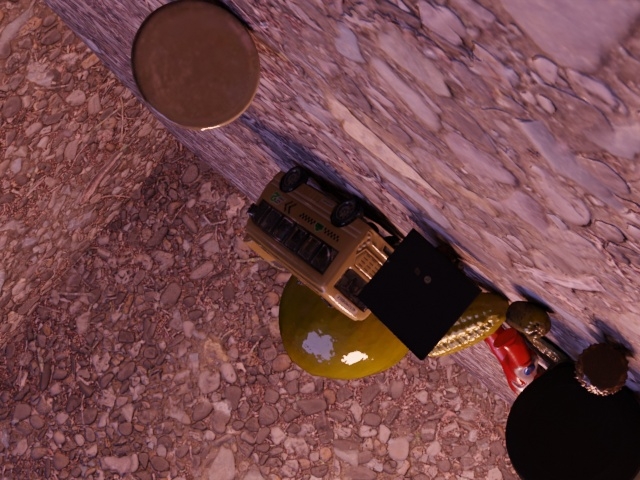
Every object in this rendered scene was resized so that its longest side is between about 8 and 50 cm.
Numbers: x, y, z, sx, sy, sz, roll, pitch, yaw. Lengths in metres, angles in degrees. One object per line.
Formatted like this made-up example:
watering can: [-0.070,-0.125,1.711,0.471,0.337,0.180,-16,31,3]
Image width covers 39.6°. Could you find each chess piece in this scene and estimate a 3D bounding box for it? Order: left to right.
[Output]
chess piece: [-0.173,-0.242,1.254,0.167,0.167,0.300,40,-178,-11]

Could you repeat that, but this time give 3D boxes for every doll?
doll: [0.390,0.247,1.713,0.384,0.099,0.188,46,-179,-37]

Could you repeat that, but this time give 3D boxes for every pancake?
pancake: [0.397,0.190,1.568,0.108,0.017,0.108,39,175,4]

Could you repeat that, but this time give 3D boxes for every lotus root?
lotus root: [0.310,0.116,1.337,0.054,0.049,0.099,32,177,-17]

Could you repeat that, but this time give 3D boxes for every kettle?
kettle: [0.463,0.431,1.502,0.250,0.361,0.377,-9,148,22]

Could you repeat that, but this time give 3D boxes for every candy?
candy: [0.249,0.139,1.540,0.199,0.106,0.094,-26,101,51]

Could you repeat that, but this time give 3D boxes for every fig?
fig: [0.061,0.164,2.008,0.343,0.343,0.343,39,176,3]

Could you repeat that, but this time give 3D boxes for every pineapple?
pineapple: [0.389,0.179,1.230,0.074,0.074,0.159,38,-179,18]

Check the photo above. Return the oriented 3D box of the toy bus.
toy bus: [0.000,0.000,1.796,0.177,0.202,0.365,42,176,-38]

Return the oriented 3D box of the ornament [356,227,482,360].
ornament: [0.195,0.079,1.498,0.153,0.166,0.196,44,-163,17]
